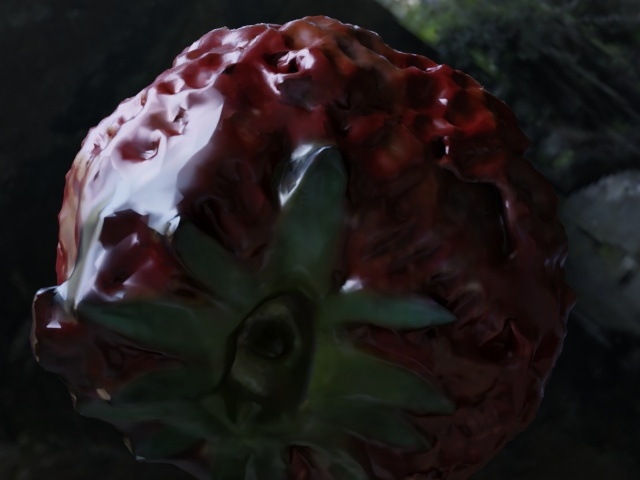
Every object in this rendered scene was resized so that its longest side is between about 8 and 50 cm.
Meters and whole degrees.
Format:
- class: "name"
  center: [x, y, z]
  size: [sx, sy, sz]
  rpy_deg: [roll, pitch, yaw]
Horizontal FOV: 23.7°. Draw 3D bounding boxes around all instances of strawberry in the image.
- class: "strawberry"
  center: [0.001, -0.004, 0.882]
  size: [0.310, 0.291, 0.292]
  rpy_deg: [-77, 2, -48]
